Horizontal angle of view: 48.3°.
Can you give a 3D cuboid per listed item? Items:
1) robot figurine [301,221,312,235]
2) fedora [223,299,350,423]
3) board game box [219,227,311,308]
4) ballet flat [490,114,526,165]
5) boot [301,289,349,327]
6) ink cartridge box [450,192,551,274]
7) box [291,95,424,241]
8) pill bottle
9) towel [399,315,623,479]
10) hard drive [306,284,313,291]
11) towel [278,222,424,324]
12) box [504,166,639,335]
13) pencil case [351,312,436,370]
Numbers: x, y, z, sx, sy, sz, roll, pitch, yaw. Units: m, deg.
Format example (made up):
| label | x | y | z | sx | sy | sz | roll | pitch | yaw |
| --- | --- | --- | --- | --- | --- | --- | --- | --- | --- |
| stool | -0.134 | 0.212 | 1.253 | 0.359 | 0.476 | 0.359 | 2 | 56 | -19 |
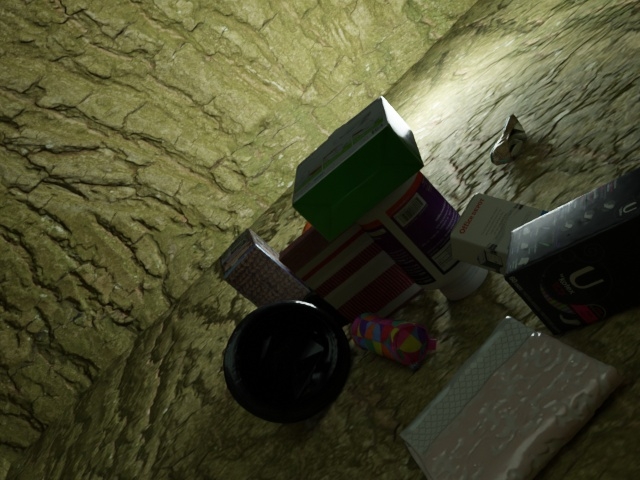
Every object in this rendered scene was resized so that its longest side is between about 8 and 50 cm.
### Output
| label | x | y | z | sx | sy | sz | roll | pitch | yaw |
| --- | --- | --- | --- | --- | --- | --- | --- | --- | --- |
| robot figurine | -0.002 | 0.001 | 2.242 | 0.219 | 0.128 | 0.158 | -77 | 4 | -61 |
| fedora | -0.088 | 0.318 | 1.792 | 0.334 | 0.334 | 0.152 | -57 | -10 | -35 |
| board game box | -0.178 | 0.108 | 2.227 | 0.141 | 0.232 | 0.291 | -47 | 16 | 1 |
| ballet flat | 0.537 | -0.280 | 1.997 | 0.067 | 0.073 | 0.206 | 5 | 49 | 33 |
| boot | 0.109 | 0.089 | 1.963 | 0.348 | 0.131 | 0.260 | -34 | 15 | 33 |
| ink cartridge box | 0.386 | -0.007 | 1.485 | 0.191 | 0.082 | 0.139 | 18 | 57 | 29 |
| box | 0.073 | -0.161 | 1.543 | 0.262 | 0.127 | 0.231 | -39 | 19 | 17 |
| pill bottle | 0.231 | -0.015 | 1.614 | 0.181 | 0.323 | 0.181 | -40 | 18 | 16 |
| towel | 0.300 | 0.291 | 1.210 | 0.332 | 0.053 | 0.317 | -46 | 17 | -2 |
| hard drive | 0.017 | 0.130 | 2.224 | 0.237 | 0.064 | 0.339 | -37 | 19 | 23 |
| towel | 0.091 | 0.065 | 1.742 | 0.237 | 0.329 | 0.037 | -40 | 25 | 16 |
| box | 0.477 | 0.023 | 1.224 | 0.270 | 0.165 | 0.143 | -32 | 21 | 37 |
| pencil case | 0.159 | 0.222 | 1.628 | 0.104 | 0.104 | 0.236 | -49 | 19 | -14 |
